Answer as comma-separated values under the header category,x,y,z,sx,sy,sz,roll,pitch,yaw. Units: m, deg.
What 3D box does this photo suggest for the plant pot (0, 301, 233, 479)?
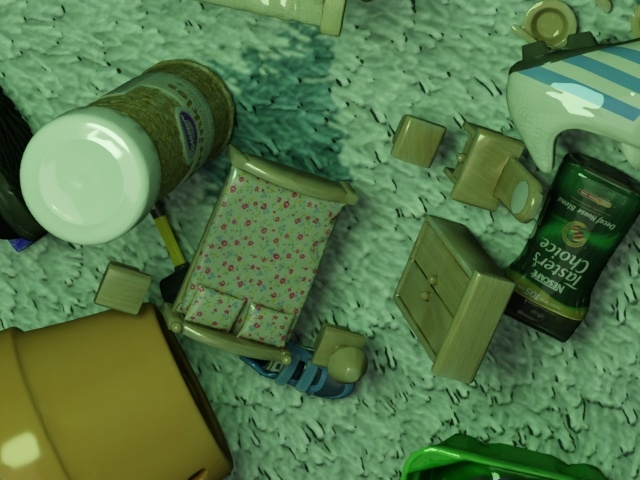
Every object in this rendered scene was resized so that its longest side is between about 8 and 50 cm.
category,x,y,z,sx,sy,sz,roll,pitch,yaw
plant pot,-0.224,0.196,1.889,0.203,0.291,0.290,-27,99,-1

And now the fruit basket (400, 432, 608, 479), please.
category,x,y,z,sx,sy,sz,roll,pitch,yaw
fruit basket,0.186,0.408,1.816,0.283,0.392,0.392,13,106,6

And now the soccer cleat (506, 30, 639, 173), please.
category,x,y,z,sx,sy,sz,roll,pitch,yaw
soccer cleat,0.348,-0.149,1.748,0.331,0.116,0.143,-12,90,17

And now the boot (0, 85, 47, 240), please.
category,x,y,z,sx,sy,sz,roll,pitch,yaw
boot,-0.452,-0.086,1.896,0.260,0.131,0.348,-38,75,15

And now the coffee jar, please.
category,x,y,z,sx,sy,sz,roll,pitch,yaw
coffee jar,0.255,0.009,1.846,0.096,0.079,0.184,26,108,3

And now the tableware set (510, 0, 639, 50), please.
category,x,y,z,sx,sy,sz,roll,pitch,yaw
tableware set,0.288,-0.217,1.813,0.141,0.020,0.168,41,108,-2

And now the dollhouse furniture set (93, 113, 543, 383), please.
category,x,y,z,sx,sy,sz,roll,pitch,yaw
dollhouse furniture set,0.000,0.000,1.772,0.356,0.174,0.303,16,107,-20

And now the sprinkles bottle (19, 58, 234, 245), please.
category,x,y,z,sx,sy,sz,roll,pitch,yaw
sprinkles bottle,-0.179,-0.094,1.749,0.121,0.355,0.121,3,105,10

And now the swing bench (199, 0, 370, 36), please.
category,x,y,z,sx,sy,sz,roll,pitch,yaw
swing bench,-0.070,-0.315,1.726,0.253,0.254,0.165,14,106,6

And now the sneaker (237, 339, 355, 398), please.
category,x,y,z,sx,sy,sz,roll,pitch,yaw
sneaker,-0.032,0.135,1.939,0.144,0.059,0.053,25,105,2

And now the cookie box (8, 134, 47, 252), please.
category,x,y,z,sx,sy,sz,roll,pitch,yaw
cookie box,-0.310,-0.055,1.947,0.107,0.040,0.092,-35,95,17

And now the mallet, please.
category,x,y,z,sx,sy,sz,roll,pitch,yaw
mallet,-0.162,-0.022,1.936,0.062,0.039,0.189,-15,98,14
